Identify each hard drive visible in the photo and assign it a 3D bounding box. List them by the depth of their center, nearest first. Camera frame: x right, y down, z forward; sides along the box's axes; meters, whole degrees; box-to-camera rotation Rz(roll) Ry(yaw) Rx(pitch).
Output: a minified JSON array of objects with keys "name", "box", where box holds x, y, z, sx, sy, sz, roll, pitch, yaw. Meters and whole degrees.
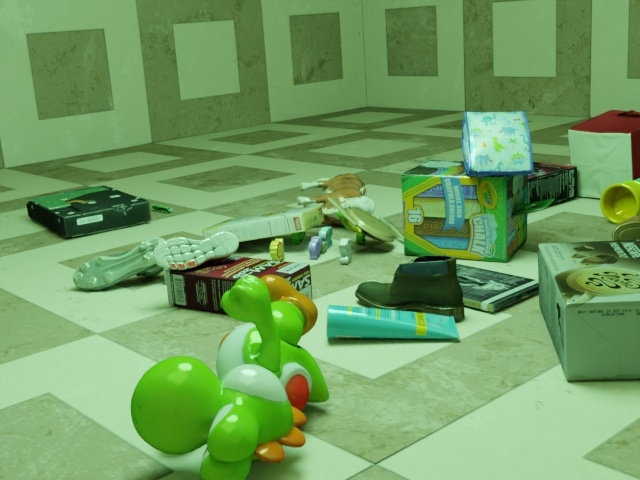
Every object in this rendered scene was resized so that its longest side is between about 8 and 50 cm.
[{"name":"hard drive","box":[-0.632,-0.082,2.329,0.237,0.064,0.339,-14,18,-33]}]

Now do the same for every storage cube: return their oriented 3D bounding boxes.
[{"name":"storage cube","box":[0.769,-0.215,2.203,0.193,0.214,0.184,-23,24,-35]}]

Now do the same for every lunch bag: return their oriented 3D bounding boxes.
[{"name":"lunch bag","box":[0.349,-0.181,1.710,0.129,0.096,0.151,-2,43,3]}]

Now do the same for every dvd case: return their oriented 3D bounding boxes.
[{"name":"dvd case","box":[0.273,0.082,1.569,0.165,0.018,0.221,-15,18,-41]}]

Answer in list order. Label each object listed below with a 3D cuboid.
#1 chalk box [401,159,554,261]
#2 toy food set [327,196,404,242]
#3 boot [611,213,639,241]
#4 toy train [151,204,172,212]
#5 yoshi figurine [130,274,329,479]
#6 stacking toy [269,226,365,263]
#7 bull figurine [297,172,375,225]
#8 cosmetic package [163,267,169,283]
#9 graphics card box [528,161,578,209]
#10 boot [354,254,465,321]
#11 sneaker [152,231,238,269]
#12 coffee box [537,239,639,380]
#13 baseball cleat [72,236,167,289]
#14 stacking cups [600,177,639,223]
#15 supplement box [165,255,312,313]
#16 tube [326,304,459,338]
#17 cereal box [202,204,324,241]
[{"name":"chalk box","box":[0.336,-0.065,1.802,0.289,0.179,0.180,5,17,28]},{"name":"toy food set","box":[0.102,-0.028,1.877,0.192,0.038,0.132,18,21,-40]},{"name":"boot","box":[0.645,-0.016,1.749,0.197,0.072,0.152,4,13,-17]},{"name":"toy train","box":[-0.440,-0.088,2.395,0.024,0.017,0.083,-4,10,-45]},{"name":"yoshi figurine","box":[-0.122,0.163,1.075,0.203,0.203,0.362,-17,15,12]},{"name":"stacking toy","box":[0.000,0.000,1.882,0.167,0.052,0.221,0,15,15]},{"name":"bull figurine","box":[0.040,-0.095,2.134,0.189,0.101,0.310,-5,15,4]},{"name":"cosmetic package","box":[-0.250,0.062,1.731,0.115,0.041,0.060,0,15,14]},{"name":"graphics card box","box":[0.446,-0.130,2.180,0.371,0.094,0.233,-16,19,-35]},{"name":"boot","box":[0.151,0.067,1.481,0.219,0.106,0.082,8,19,38]},{"name":"sneaker","box":[-0.231,0.026,1.589,0.158,0.061,0.065,-8,-12,-16]},{"name":"coffee box","box":[0.427,0.095,1.285,0.168,0.118,0.297,-3,15,8]},{"name":"baseball cleat","box":[-0.392,0.061,1.750,0.206,0.072,0.109,-19,-24,4]},{"name":"stacking cups","box":[0.780,-0.104,2.040,0.096,0.095,0.316,11,16,44]},{"name":"supplement box","box":[-0.150,0.081,1.575,0.240,0.073,0.130,6,17,29]},{"name":"tube","box":[0.113,0.134,1.372,0.207,0.052,0.080,3,25,1]},{"name":"cereal box","box":[-0.127,-0.035,1.965,0.240,0.047,0.173,-10,7,15]}]
